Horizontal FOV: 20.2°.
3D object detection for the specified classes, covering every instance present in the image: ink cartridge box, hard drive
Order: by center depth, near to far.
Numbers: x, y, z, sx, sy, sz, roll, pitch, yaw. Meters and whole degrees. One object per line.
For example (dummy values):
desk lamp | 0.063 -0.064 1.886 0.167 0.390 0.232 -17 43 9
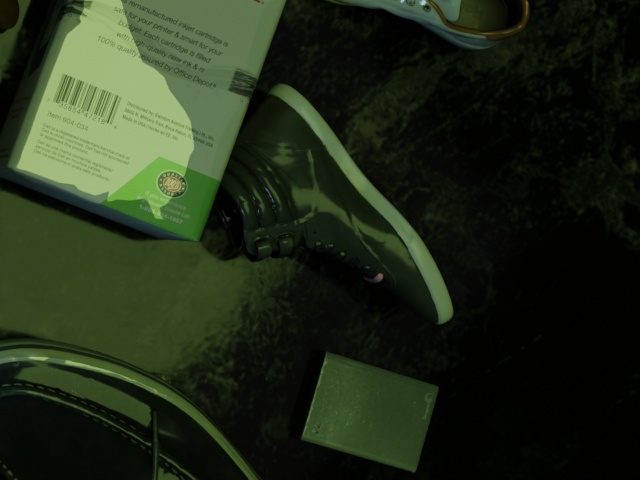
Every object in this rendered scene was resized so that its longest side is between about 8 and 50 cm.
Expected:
ink cartridge box | -0.174 -0.158 1.730 0.198 0.115 0.273 22 82 -20
hard drive | 0.049 0.178 1.866 0.135 0.022 0.094 18 83 -21

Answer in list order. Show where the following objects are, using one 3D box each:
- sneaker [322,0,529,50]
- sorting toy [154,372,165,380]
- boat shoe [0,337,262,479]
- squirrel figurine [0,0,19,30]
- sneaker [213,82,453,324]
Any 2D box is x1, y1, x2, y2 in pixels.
sneaker | 0.085 -0.279 1.828 0.290 0.123 0.106 17 86 -19
sorting toy | -0.144 0.177 1.762 0.045 0.075 0.083 -35 102 -19
boat shoe | -0.145 0.276 1.693 0.187 0.156 0.500 -38 110 26
squirrel figurine | -0.379 -0.403 1.575 0.397 0.281 0.370 3 82 -24
sneaker | 0.000 0.000 1.809 0.147 0.104 0.296 -42 98 -14
